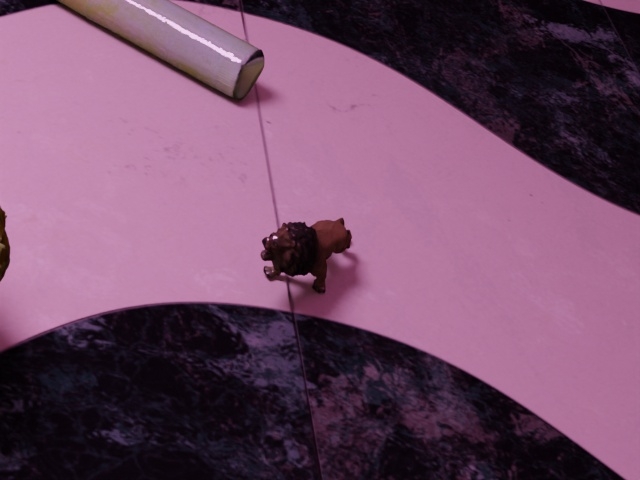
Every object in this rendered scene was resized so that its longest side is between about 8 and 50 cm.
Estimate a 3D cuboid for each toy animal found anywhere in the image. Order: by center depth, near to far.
[{"bbox_3d":[-0.007,0.014,1.781,0.069,0.086,0.220,34,16,12],"label":"toy animal"}]

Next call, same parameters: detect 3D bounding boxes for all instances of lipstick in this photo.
[{"bbox_3d":[-0.214,-0.279,2.071,0.304,0.076,0.076,29,33,10],"label":"lipstick"}]

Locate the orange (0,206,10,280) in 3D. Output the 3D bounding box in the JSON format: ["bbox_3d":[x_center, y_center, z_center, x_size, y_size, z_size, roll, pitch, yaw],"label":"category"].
[{"bbox_3d":[-0.414,-0.001,1.410,0.300,0.223,0.301,15,29,-42],"label":"orange"}]
